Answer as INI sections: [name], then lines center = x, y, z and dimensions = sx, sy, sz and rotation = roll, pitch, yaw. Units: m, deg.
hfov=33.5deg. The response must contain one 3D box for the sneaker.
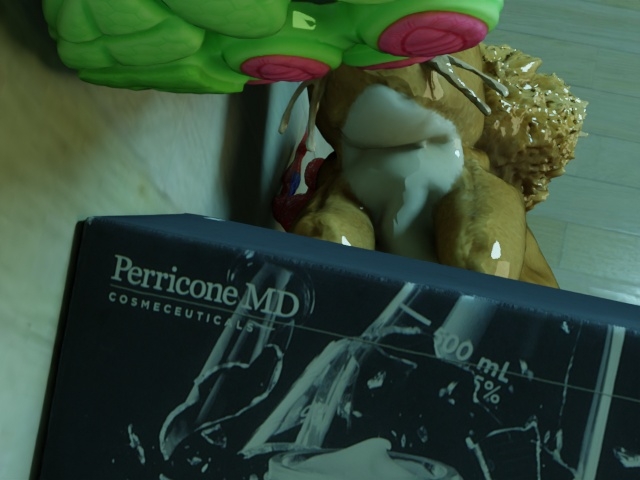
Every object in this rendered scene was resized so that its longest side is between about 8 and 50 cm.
[sneaker]
center = -0.011, -0.187, 0.501
dimensions = 0.483, 0.185, 0.202
rotation = -69, 151, -71

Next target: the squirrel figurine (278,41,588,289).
[squirrel figurine]
center = 0.083, -0.055, 0.893
dimensions = 0.397, 0.281, 0.370
rotation = -45, 125, -64

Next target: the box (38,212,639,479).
[box]
center = 0.033, 0.167, 0.566
dimensions = 0.179, 0.343, 0.312
rotation = -8, 109, -82

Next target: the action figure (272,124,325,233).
[action figure]
center = 0.000, 0.000, 1.104
dimensions = 0.280, 0.092, 0.139
rotation = 95, 15, -49
